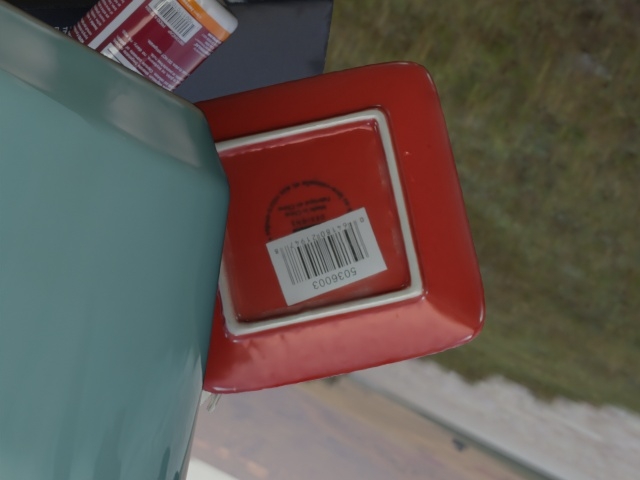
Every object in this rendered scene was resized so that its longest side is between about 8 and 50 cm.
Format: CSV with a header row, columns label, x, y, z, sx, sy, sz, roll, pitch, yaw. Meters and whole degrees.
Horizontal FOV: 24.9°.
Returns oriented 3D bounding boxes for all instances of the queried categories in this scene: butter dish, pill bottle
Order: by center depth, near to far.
label,x,y,z,sx,sy,sz,roll,pitch,yaw
butter dish,0.000,0.000,0.801,0.160,0.160,0.118,-12,168,3
pill bottle,-0.141,-0.138,1.069,0.086,0.152,0.086,46,-173,-8

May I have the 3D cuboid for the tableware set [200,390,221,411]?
label,x,y,z,sx,sy,sz,roll,pitch,yaw
tableware set,-0.107,0.092,1.457,0.039,0.194,0.128,34,-167,19

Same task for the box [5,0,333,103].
label,x,y,z,sx,sy,sz,roll,pitch,yaw
box,-0.213,-0.191,1.317,0.312,0.179,0.343,-7,-149,-31

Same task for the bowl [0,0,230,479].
label,x,y,z,sx,sy,sz,roll,pitch,yaw
bowl,-0.164,-0.025,0.618,0.311,0.163,0.311,27,-178,-1
